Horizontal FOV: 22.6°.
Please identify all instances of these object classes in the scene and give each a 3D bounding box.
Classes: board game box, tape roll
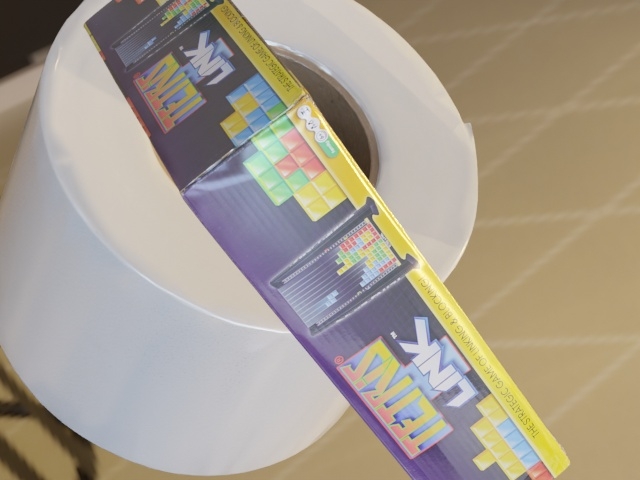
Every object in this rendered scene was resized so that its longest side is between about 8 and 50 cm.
[{"bbox_3d":[0.000,0.000,0.531,0.170,0.048,0.141,53,2,-32],"label":"board game box"},{"bbox_3d":[-0.055,-0.012,0.902,0.169,0.246,0.246,123,-42,-50],"label":"tape roll"}]
